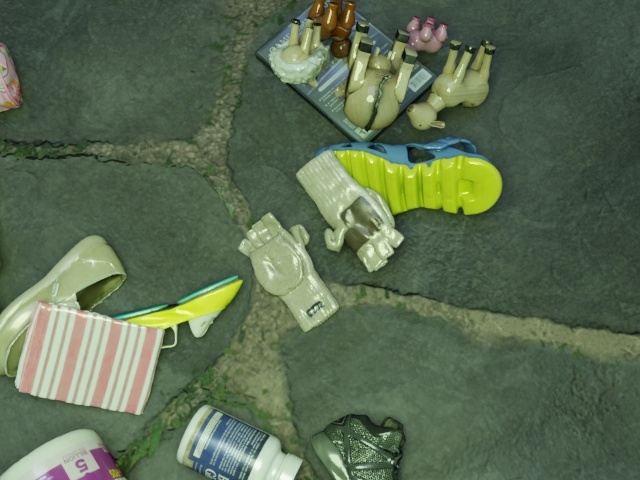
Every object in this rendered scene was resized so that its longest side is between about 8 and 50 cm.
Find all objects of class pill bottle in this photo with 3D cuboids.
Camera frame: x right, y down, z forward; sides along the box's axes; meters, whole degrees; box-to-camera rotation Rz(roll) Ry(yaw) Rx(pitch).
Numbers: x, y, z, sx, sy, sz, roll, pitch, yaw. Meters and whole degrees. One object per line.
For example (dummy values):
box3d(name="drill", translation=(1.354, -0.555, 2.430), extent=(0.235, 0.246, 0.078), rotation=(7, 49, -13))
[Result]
box3d(name="pill bottle", translation=(-0.115, 0.317, 1.104), extent=(0.169, 0.094, 0.094), rotation=(23, 72, 9))
box3d(name="pill bottle", translation=(-0.305, 0.425, 1.029), extent=(0.169, 0.169, 0.301), rotation=(-35, 74, -11))

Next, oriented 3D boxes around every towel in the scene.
box3d(name="towel", translation=(-0.347, 0.178, 1.142), extent=(0.197, 0.029, 0.144), rotation=(15, 98, -15))

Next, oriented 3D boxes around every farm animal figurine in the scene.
box3d(name="farm animal figurine", translation=(0.107, -0.263, 1.239), extent=(0.330, 0.172, 0.327), rotation=(20, 31, 8))

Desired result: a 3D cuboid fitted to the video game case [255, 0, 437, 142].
box3d(name="video game case", translation=(0.045, -0.314, 1.367), extent=(0.274, 0.026, 0.196), rotation=(43, 76, 15))

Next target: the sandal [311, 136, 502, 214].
box3d(name="sandal", translation=(0.140, -0.113, 1.259), extent=(0.317, 0.126, 0.138), rotation=(5, 33, 10))

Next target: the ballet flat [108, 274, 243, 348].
box3d(name="ballet flat", translation=(-0.224, 0.124, 1.195), extent=(0.231, 0.077, 0.077), rotation=(-19, 92, -3))

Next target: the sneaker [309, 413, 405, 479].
box3d(name="sneaker", translation=(0.097, 0.346, 1.094), extent=(0.130, 0.087, 0.227), rotation=(-35, 68, -5))

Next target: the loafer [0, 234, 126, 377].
box3d(name="loafer", translation=(-0.409, 0.110, 1.180), extent=(0.092, 0.102, 0.268), rotation=(32, 73, 18))

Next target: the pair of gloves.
box3d(name="pair of gloves", translation=(0.000, 0.000, 1.212), extent=(0.240, 0.042, 0.204), rotation=(-46, 79, 11))

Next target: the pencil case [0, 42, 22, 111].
box3d(name="pencil case", translation=(-0.672, -0.259, 1.309), extent=(0.284, 0.124, 0.124), rotation=(-12, 70, -4))
